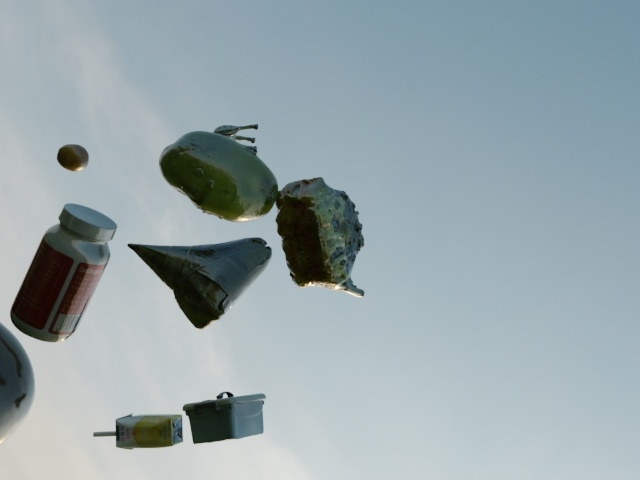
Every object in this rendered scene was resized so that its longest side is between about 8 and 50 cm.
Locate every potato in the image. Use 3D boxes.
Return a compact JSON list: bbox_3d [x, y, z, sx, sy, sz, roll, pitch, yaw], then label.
[{"bbox_3d":[-0.208,-0.134,1.486,0.253,0.186,0.148,20,-72,-5],"label":"potato"}]

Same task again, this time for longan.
[{"bbox_3d":[-0.804,0.310,1.570,0.361,0.361,0.360,26,-47,32],"label":"longan"}]

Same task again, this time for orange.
[{"bbox_3d":[-0.672,-0.226,1.969,0.085,0.085,0.085,26,-47,32],"label":"orange"}]

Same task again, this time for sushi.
[{"bbox_3d":[0.000,0.000,1.565,0.140,0.184,0.274,-4,-81,30],"label":"sushi"}]

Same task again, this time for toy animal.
[{"bbox_3d":[-0.250,-0.249,1.840,0.217,0.176,0.073,148,-56,-75],"label":"toy animal"}]

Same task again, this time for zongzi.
[{"bbox_3d":[-0.309,0.037,1.874,0.300,0.286,0.138,40,-36,0],"label":"zongzi"}]

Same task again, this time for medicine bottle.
[{"bbox_3d":[-0.488,0.062,1.385,0.131,0.131,0.250,32,-80,27],"label":"medicine bottle"}]

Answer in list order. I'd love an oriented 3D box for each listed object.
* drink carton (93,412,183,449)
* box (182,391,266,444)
[{"bbox_3d":[-0.422,0.444,1.683,0.200,0.074,0.084,-5,-95,16],"label":"drink carton"},{"bbox_3d":[-0.253,0.474,1.959,0.162,0.227,0.129,-12,-102,19],"label":"box"}]
